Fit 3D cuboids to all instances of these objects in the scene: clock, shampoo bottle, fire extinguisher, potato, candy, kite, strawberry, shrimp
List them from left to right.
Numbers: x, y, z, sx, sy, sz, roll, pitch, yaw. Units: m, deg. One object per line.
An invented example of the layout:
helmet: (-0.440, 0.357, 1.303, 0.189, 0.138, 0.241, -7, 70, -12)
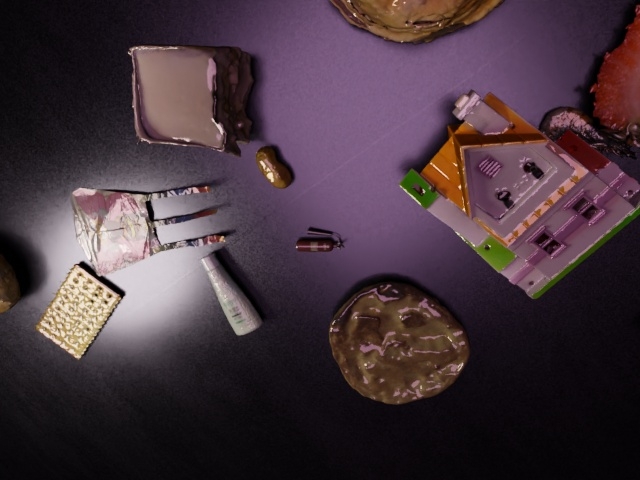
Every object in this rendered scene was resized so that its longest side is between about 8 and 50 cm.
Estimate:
kite: (-0.378, -0.029, 0.914, 0.360, 0.022, 0.204, -5, 106, 14)
candy: (-0.224, -0.251, 0.757, 0.195, 0.137, 0.185, 5, 108, 9)
shampoo bottle: (-0.198, 0.114, 0.919, 0.069, 0.041, 0.191, -23, 102, 20)
potato: (-0.093, -0.140, 0.821, 0.045, 0.046, 0.092, -46, 109, -24)
fire extinguisher: (0.001, -0.001, 0.863, 0.100, 0.032, 0.046, -1, 73, 9)
clock: (0.310, -0.096, 0.702, 0.309, 0.166, 0.235, 34, 116, -9)
shrimp: (0.458, -0.167, 0.736, 0.161, 0.034, 0.091, 27, 121, 6)
strawberry: (0.539, -0.255, 0.662, 0.175, 0.106, 0.236, 42, 113, 34)

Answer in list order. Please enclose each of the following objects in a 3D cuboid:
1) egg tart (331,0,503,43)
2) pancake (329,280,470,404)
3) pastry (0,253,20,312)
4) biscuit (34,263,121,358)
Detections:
egg tart: (0.140, -0.414, 0.579, 0.351, 0.150, 0.352, 8, 146, 6)
pancake: (0.156, 0.219, 0.894, 0.294, 0.049, 0.295, 2, 109, 5)
pastry: (-0.794, 0.097, 0.980, 0.192, 0.093, 0.182, -29, 102, 20)
biscuit: (-0.579, 0.170, 1.010, 0.139, 0.016, 0.231, 38, 109, -4)
